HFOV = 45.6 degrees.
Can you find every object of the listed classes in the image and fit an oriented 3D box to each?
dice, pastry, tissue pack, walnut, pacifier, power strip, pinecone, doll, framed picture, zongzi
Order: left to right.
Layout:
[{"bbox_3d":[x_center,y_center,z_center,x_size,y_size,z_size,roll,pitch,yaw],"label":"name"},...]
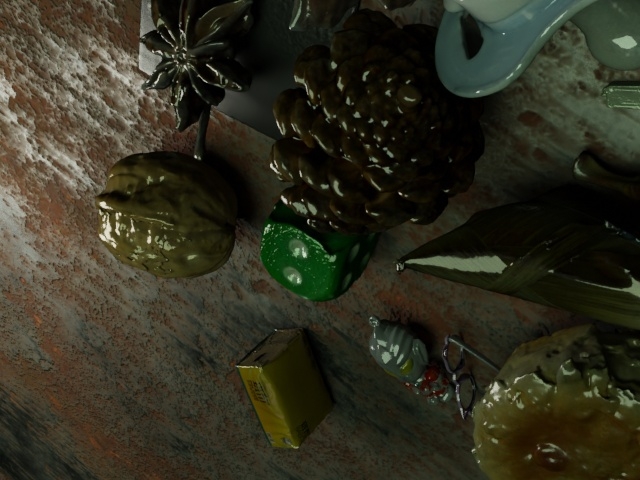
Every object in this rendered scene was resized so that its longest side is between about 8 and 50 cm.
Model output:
[{"bbox_3d":[-0.235,-0.041,1.167,0.244,0.198,0.198,12,125,28],"label":"walnut"},{"bbox_3d":[-0.113,-0.280,1.033,0.338,0.014,0.255,28,132,18],"label":"framed picture"},{"bbox_3d":[-0.056,0.246,1.274,0.082,0.120,0.169,-2,117,40],"label":"tissue pack"},{"bbox_3d":[0.000,0.000,1.057,0.130,0.128,0.120,25,133,19],"label":"dice"},{"bbox_3d":[0.057,-0.117,0.871,0.244,0.244,0.309,49,153,-2],"label":"pinecone"},{"bbox_3d":[0.131,0.178,1.124,0.094,0.079,0.180,-25,114,44],"label":"doll"},{"bbox_3d":[0.226,0.032,0.788,0.221,0.242,0.112,-131,31,-61],"label":"zongzi"},{"bbox_3d":[0.236,-0.239,0.705,0.225,0.238,0.287,29,131,-26],"label":"pacifier"},{"bbox_3d":[0.341,0.247,0.955,0.329,0.136,0.330,16,129,21],"label":"pastry"},{"bbox_3d":[0.330,-0.150,0.784,0.083,0.017,0.027,10,123,32],"label":"power strip"}]

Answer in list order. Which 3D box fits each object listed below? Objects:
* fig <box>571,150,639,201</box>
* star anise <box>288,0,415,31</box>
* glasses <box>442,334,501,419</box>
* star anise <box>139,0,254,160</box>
[{"bbox_3d":[0.377,-0.059,0.728,0.321,0.217,0.217,20,136,62],"label":"fig"},{"bbox_3d":[0.051,-0.344,0.724,0.331,0.332,0.117,-5,160,39],"label":"star anise"},{"bbox_3d":[0.236,0.190,1.057,0.103,0.062,0.140,0,119,36],"label":"glasses"},{"bbox_3d":[-0.165,-0.237,1.027,0.209,0.089,0.231,41,130,23],"label":"star anise"}]
